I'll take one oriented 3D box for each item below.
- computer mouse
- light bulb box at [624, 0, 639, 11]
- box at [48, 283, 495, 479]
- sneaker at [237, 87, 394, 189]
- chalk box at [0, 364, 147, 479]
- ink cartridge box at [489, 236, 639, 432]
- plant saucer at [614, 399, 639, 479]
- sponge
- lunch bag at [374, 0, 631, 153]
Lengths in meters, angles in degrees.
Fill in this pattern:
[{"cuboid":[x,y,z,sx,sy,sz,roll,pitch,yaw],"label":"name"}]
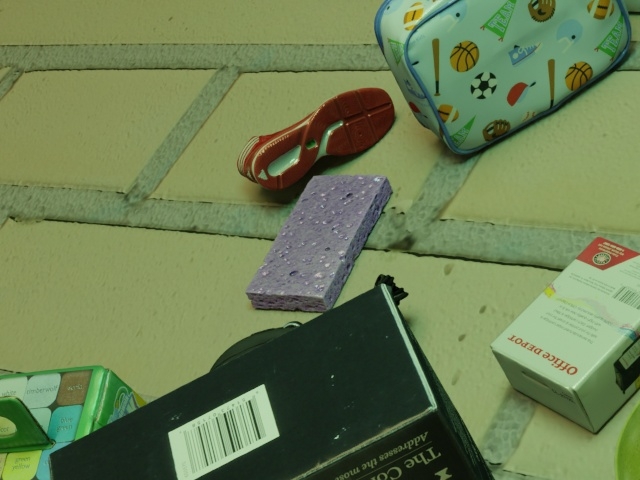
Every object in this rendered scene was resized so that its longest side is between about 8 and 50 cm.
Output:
[{"cuboid":[-0.025,0.108,1.707,0.262,0.060,0.184,-36,-7,32],"label":"computer mouse"},{"cuboid":[0.465,-0.492,1.972,0.357,0.225,0.361,9,51,41],"label":"light bulb box"},{"cuboid":[-0.011,0.266,1.345,0.343,0.312,0.179,-28,37,5],"label":"box"},{"cuboid":[-0.018,-0.145,2.023,0.221,0.087,0.128,-26,19,-21],"label":"sneaker"},{"cuboid":[-0.264,0.246,1.537,0.180,0.289,0.179,-8,54,26],"label":"chalk box"},{"cuboid":[0.279,0.093,1.544,0.175,0.072,0.127,-43,38,-16],"label":"ink cartridge box"},{"cuboid":[0.388,0.196,1.380,0.241,0.037,0.241,-19,37,15],"label":"plant saucer"},{"cuboid":[0.000,0.000,1.883,0.117,0.031,0.210,0,46,35],"label":"sponge"},{"cuboid":[0.227,-0.268,1.859,0.303,0.243,0.115,-35,37,-4],"label":"lunch bag"}]
